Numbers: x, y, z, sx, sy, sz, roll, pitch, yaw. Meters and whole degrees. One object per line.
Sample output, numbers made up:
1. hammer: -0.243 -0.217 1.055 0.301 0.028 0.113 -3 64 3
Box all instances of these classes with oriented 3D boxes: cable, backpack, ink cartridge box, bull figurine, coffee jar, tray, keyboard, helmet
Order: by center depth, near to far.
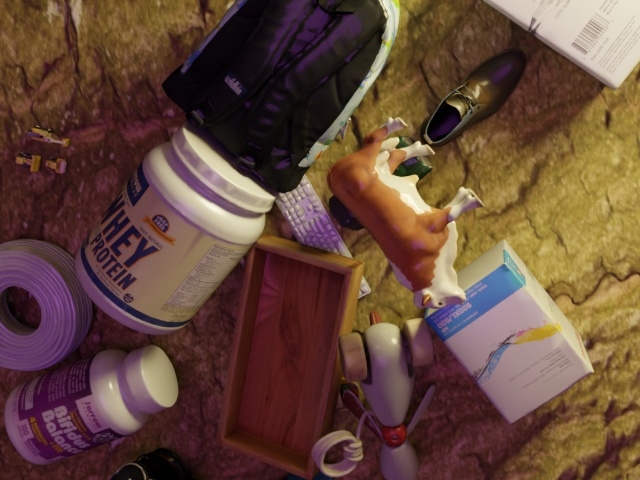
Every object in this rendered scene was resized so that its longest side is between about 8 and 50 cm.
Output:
1. ink cartridge box: 0.405 -0.395 1.294 0.273 0.114 0.197 35 107 1
2. bull figurine: 0.144 -0.041 1.310 0.188 0.101 0.310 -45 76 12
3. backpack: -0.033 -0.307 1.347 0.290 0.273 0.355 40 127 1
4. ink cartridge box: 0.316 0.152 1.406 0.168 0.171 0.232 -38 93 16
5. coffee jar: 0.101 -0.095 1.430 0.184 0.096 0.079 -41 83 16
6. keyboard: 0.000 0.000 1.515 0.072 0.014 0.256 -28 96 16
7. tray: -0.059 0.212 1.526 0.203 0.076 0.410 16 105 20
8. cable: -0.575 0.127 1.614 0.257 0.089 0.257 6 104 10
9. helmet: -0.321 0.502 1.615 0.169 0.169 0.161 -47 75 17

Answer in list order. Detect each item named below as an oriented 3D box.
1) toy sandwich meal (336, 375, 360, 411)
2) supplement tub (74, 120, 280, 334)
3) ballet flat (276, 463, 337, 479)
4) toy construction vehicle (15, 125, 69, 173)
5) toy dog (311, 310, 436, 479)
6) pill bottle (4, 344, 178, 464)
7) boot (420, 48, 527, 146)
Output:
1. toy sandwich meal: 0.033 0.291 1.566 0.086 0.029 0.085 2 103 10
2. supplement tub: -0.245 -0.022 1.435 0.235 0.235 0.325 40 109 0
3. ballet flat: -0.058 0.499 1.620 0.232 0.080 0.073 -23 125 17
4. toy construction vehicle: -0.526 -0.167 1.566 0.098 0.035 0.085 18 105 6
5. toy dog: 0.112 0.262 1.489 0.220 0.161 0.333 10 114 -10
6. pill bottle: -0.432 0.307 1.587 0.302 0.169 0.169 -23 97 15
7. boot: 0.253 -0.228 1.365 0.219 0.106 0.082 -43 92 17
